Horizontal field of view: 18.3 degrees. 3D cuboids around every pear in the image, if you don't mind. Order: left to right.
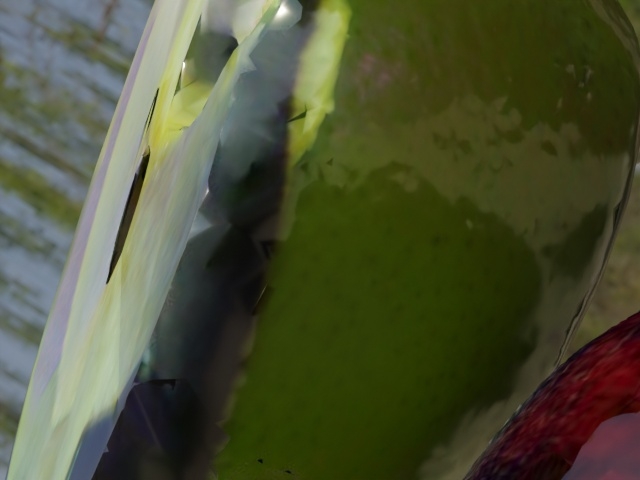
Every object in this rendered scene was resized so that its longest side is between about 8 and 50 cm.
[{"bbox_3d":[0.004,-0.003,0.807,0.399,0.165,0.399,-161,90,-78],"label":"pear"}]

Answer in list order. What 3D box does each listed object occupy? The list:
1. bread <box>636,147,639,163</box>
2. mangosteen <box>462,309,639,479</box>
[{"bbox_3d":[0.089,-0.038,1.478,0.314,0.192,0.171,-54,1,38],"label":"bread"},{"bbox_3d":[0.160,0.158,0.609,0.306,0.306,0.359,-54,6,-18],"label":"mangosteen"}]
